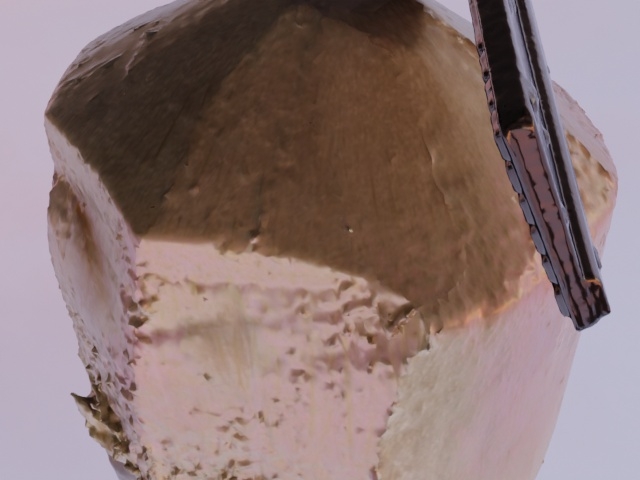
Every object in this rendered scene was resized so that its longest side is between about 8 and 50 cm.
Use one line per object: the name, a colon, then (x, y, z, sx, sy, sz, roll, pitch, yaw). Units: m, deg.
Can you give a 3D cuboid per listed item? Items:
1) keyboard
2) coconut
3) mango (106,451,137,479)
keyboard: (0.074, -0.097, 0.567, 0.018, 0.101, 0.309, -18, -143, 13)
coconut: (0.000, 0.000, 0.749, 0.297, 0.309, 0.297, -1, -142, 1)
mango: (-0.006, 0.137, 1.075, 0.330, 0.175, 0.176, -2, -155, 1)
